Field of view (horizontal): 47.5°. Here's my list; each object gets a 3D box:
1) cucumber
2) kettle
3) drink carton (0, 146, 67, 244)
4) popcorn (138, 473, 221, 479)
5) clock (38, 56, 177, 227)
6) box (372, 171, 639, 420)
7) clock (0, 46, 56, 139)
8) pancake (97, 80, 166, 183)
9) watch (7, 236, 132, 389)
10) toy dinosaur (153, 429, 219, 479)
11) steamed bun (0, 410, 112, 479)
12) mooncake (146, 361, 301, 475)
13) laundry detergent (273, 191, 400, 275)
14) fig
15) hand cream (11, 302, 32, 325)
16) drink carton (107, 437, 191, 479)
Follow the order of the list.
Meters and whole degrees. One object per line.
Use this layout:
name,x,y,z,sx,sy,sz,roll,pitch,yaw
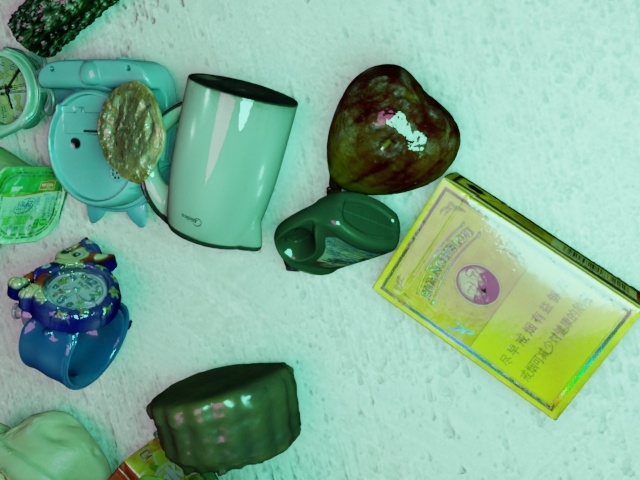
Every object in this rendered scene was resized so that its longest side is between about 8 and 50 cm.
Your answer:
cucumber,-0.335,-0.412,1.131,0.359,0.096,0.096,-27,89,25
kettle,-0.164,-0.118,1.076,0.221,0.161,0.236,19,109,12
drink carton,-0.546,-0.088,1.259,0.142,0.146,0.144,28,108,24
popcorn,-0.202,0.462,1.005,0.335,0.274,0.279,121,134,-59
clock,-0.343,-0.156,1.180,0.223,0.094,0.274,3,100,23
box,0.247,0.069,0.981,0.301,0.084,0.193,35,110,13
clock,-0.533,-0.256,1.259,0.188,0.060,0.148,-7,96,23
pancake,-0.277,-0.157,1.071,0.151,0.025,0.151,2,93,37
watch,-0.409,0.136,1.223,0.171,0.196,0.200,28,127,23
toy dinosaur,-0.073,0.460,1.214,0.447,0.301,0.087,7,133,-8
steamed bun,-0.548,0.494,1.302,0.352,0.247,0.339,-5,96,28
mooncake,-0.141,0.267,1.106,0.228,0.228,0.124,-11,96,24
laundry detergent,0.000,0.000,1.038,0.222,0.144,0.078,-22,56,50
fig,0.070,-0.115,1.002,0.170,0.145,0.274,34,137,-9
hand cream,-0.493,0.135,1.325,0.142,0.053,0.084,5,101,11
drink carton,-0.253,0.456,1.253,0.223,0.096,0.071,45,114,9
